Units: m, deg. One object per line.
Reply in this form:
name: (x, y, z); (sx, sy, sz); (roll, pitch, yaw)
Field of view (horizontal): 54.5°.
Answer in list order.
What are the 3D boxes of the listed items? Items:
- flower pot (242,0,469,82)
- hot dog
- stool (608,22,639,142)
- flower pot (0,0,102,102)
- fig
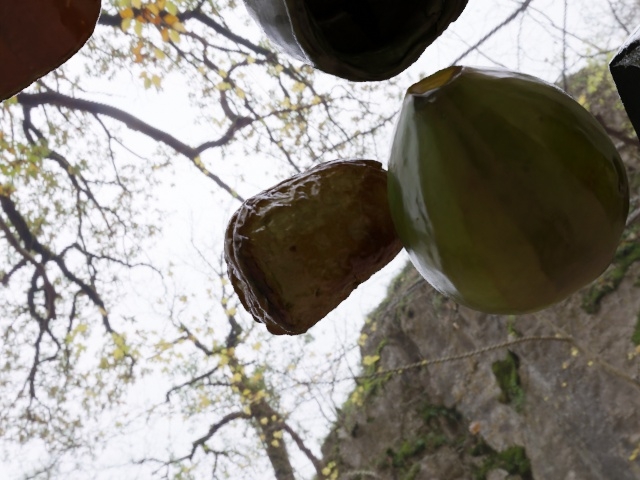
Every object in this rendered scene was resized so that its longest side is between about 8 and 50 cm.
flower pot: (0.036, -0.367, 0.788); (0.301, 0.213, 0.302); (-19, -50, -24)
hot dog: (-0.003, 0.001, 0.768); (0.259, 0.114, 0.175); (-32, -81, -32)
stool: (0.373, -0.135, 0.511); (0.232, 0.232, 0.141); (-15, -11, -21)
flower pot: (-0.274, -0.217, 0.426); (0.190, 0.191, 0.173); (-34, -24, -1)
fig: (0.176, -0.060, 0.634); (0.239, 0.239, 0.271); (-42, -56, 8)
